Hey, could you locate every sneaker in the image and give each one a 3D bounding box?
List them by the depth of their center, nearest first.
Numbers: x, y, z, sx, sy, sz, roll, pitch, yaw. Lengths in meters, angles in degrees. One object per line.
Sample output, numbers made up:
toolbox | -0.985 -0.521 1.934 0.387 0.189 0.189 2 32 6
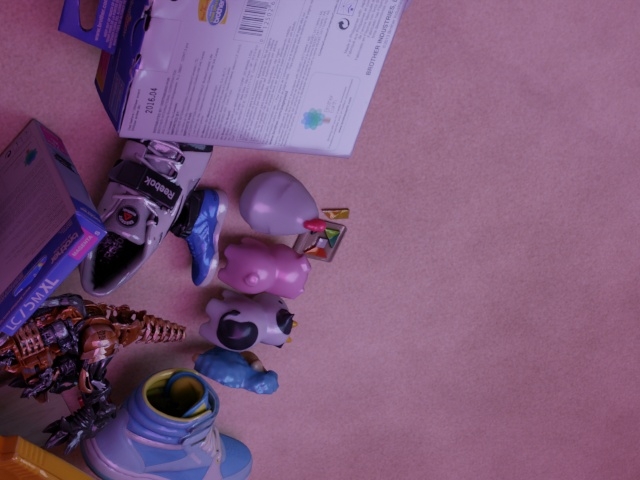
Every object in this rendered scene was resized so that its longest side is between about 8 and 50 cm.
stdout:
sneaker | -0.237 -0.060 1.751 0.122 0.146 0.330 23 106 -10
sneaker | -0.190 -0.004 1.873 0.085 0.058 0.152 2 114 -33
sneaker | -0.187 0.298 1.979 0.319 0.127 0.208 15 127 -44

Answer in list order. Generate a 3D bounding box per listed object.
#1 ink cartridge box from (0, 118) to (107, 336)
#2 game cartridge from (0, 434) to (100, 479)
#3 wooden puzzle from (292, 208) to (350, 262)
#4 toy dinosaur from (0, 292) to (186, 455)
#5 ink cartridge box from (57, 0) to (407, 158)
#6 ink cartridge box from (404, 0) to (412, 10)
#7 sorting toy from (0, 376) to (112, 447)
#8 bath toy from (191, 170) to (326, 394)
ink cartridge box | -0.374 -0.010 1.625 0.186 0.311 0.065 -47 126 8
game cartridge | -0.453 0.379 1.873 0.285 0.052 0.324 -15 144 28
wooden puzzle | 0.000 0.000 1.996 0.079 0.014 0.116 7 116 -28
toy dinosaur | -0.335 0.160 1.761 0.322 0.164 0.218 7 124 -18
ink cartridge box | -0.117 -0.265 1.605 0.396 0.151 0.270 2 124 -28
ink cartridge box | 0.109 -0.404 1.752 0.109 0.063 0.150 15 113 -52
sorting toy | -0.443 0.249 1.918 0.275 0.046 0.132 -25 126 -10
bath toy | -0.078 0.063 1.926 0.151 0.129 0.348 -31 142 -59
